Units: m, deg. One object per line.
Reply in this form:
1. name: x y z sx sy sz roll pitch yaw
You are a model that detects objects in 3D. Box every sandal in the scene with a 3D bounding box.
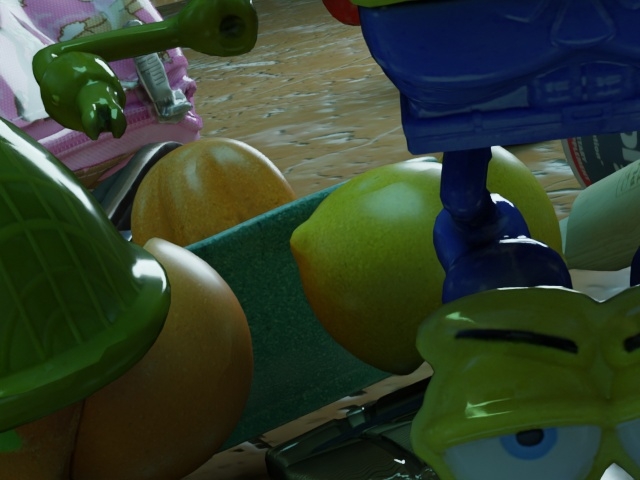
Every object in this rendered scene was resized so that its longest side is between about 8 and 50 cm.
1. sandal: 0.026 0.059 0.455 0.072 0.049 0.180 -24 0 1

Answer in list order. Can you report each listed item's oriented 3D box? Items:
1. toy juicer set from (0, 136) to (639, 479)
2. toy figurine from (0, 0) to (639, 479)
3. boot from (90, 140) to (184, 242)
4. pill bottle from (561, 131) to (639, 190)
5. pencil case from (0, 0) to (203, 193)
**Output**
1. toy juicer set: 0.000 0.000 0.554 0.329 0.089 0.209 -20 -5 -41
2. toy figurine: 0.012 -0.090 0.359 0.363 0.217 0.191 -5 38 6
3. boot: -0.106 0.014 0.740 0.106 0.082 0.219 -8 14 8
4. pill bottle: 0.162 -0.042 0.664 0.108 0.108 0.180 -15 12 -13
5. pencil case: -0.219 -0.034 0.907 0.167 0.160 0.386 -46 -11 36
